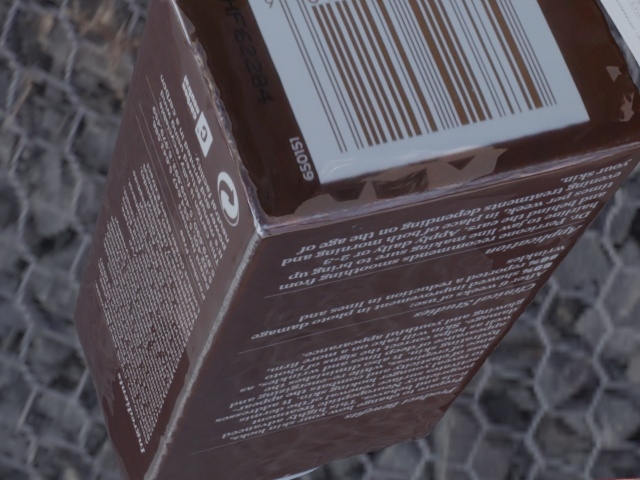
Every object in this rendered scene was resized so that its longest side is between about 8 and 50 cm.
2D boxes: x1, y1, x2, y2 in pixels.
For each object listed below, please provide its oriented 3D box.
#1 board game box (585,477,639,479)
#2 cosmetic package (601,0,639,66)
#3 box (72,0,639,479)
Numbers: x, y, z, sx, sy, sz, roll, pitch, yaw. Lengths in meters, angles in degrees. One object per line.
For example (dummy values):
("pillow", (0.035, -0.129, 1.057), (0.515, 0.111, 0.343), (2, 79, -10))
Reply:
("board game box", (0.251, 0.213, 1.398), (0.193, 0.147, 0.045), (-6, 100, 18))
("cosmetic package", (0.402, -0.196, 1.289), (0.385, 0.217, 0.156), (8, 149, 43))
("box", (0.000, 0.000, 0.972), (0.191, 0.143, 0.381), (-13, 157, -20))
